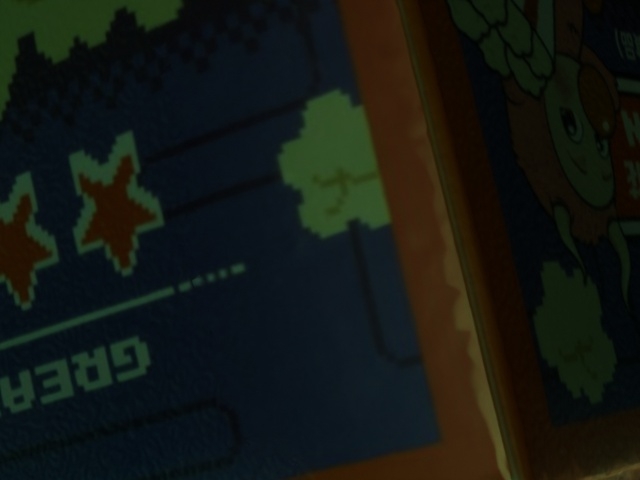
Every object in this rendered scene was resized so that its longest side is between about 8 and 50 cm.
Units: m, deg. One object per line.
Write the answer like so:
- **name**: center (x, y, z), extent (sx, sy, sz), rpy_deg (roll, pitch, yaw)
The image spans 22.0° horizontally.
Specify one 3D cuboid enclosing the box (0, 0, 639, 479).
- **box**: center (0.000, 0.000, 0.659), extent (0.318, 0.349, 0.257), rpy_deg (-16, 82, 32)
